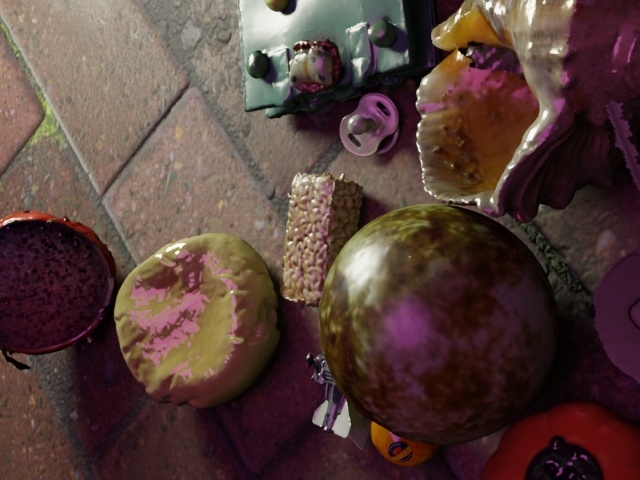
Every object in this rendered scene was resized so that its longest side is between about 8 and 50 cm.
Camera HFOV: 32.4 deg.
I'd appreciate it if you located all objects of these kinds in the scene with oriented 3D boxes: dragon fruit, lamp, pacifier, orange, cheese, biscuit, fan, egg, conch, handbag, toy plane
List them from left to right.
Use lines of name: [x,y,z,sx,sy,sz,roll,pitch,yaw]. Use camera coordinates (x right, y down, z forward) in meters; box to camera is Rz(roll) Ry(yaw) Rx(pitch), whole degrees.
dragon fruit: [-0.406,0.043,1.598,0.219,0.223,0.148,-23,27,-1]
cheese: [-0.155,0.107,1.418,0.226,0.117,0.214,-30,73,27]
biscuit: [0.000,0.000,1.335,0.082,0.070,0.168,8,91,45]
handbag: [0.005,-0.307,1.349,0.269,0.100,0.274,-8,79,36]
toy plane: [0.034,0.128,1.289,0.160,0.082,0.234,7,89,65]
pacifier: [0.056,-0.134,1.312,0.068,0.064,0.083,50,116,12]
orange: [0.097,0.211,1.226,0.084,0.083,0.083,-5,81,38]
egg: [0.112,0.077,1.126,0.238,0.238,0.289,-66,22,12]
conch: [0.233,-0.147,1.097,0.297,0.210,0.352,-63,13,-1]
lamp: [0.249,0.253,1.055,0.188,0.164,0.187,-13,56,20]
fan: [0.320,0.015,1.000,0.191,0.009,0.329,-18,111,30]
